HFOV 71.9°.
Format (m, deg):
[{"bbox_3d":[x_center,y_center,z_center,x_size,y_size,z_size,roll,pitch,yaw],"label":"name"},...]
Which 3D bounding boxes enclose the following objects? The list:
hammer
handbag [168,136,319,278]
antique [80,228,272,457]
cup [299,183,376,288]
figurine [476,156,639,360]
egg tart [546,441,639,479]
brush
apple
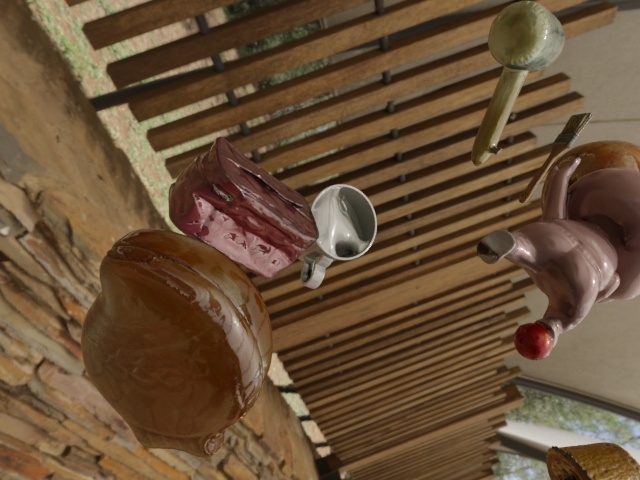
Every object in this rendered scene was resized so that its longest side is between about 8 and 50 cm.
[{"bbox_3d":[0.364,-0.289,0.866,0.113,0.202,0.305,31,-61,30],"label":"hammer"},{"bbox_3d":[-0.114,-0.047,0.690,0.225,0.135,0.146,37,21,-35],"label":"handbag"},{"bbox_3d":[-0.166,0.119,0.519,0.129,0.224,0.277,-66,154,-62],"label":"antique"},{"bbox_3d":[-0.007,-0.014,1.034,0.166,0.221,0.202,53,-25,-11],"label":"cup"},{"bbox_3d":[0.317,0.015,0.559,0.176,0.288,0.186,47,-28,26],"label":"figurine"},{"bbox_3d":[0.654,0.578,1.045,0.215,0.171,0.215,162,-90,-82],"label":"egg tart"},{"bbox_3d":[0.372,-0.131,0.709,0.014,0.169,0.043,32,6,-10],"label":"brush"},{"bbox_3d":[1.009,-0.153,1.582,0.400,0.334,0.399,-170,-90,-82],"label":"apple"}]
